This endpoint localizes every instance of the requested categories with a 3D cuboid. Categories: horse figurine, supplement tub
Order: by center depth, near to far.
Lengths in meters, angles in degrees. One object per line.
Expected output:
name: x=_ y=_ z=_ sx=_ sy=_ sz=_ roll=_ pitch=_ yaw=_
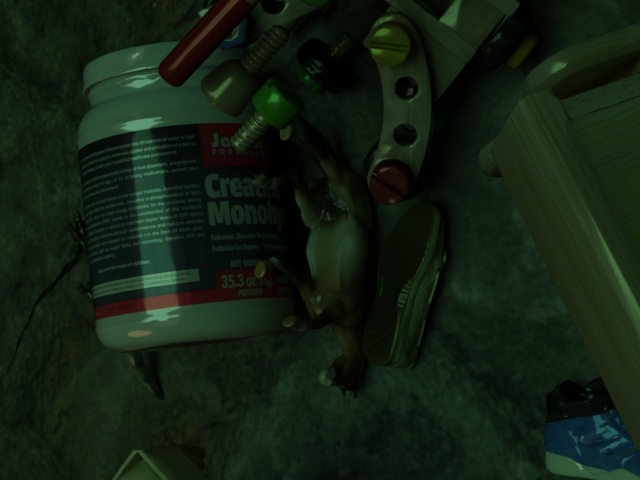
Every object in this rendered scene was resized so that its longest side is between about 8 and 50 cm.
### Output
horse figurine: x=0.000 y=0.000 z=1.123 sx=0.066 sy=0.174 sz=0.263 roll=-13 pitch=70 yaw=28
supplement tub: x=-0.130 y=-0.036 z=1.181 sx=0.191 sy=0.191 sz=0.272 roll=-11 pitch=83 yaw=36

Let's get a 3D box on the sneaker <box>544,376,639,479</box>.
sneaker: x=0.246 y=0.148 z=0.983 sx=0.152 sy=0.058 sz=0.085 roll=1 pitch=98 yaw=43

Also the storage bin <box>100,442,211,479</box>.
storage bin: x=-0.096 y=0.337 z=0.975 sx=0.262 sy=0.123 sz=0.260 roll=39 pitch=108 yaw=31

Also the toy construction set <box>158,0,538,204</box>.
toy construction set: x=0.038 y=-0.189 z=1.011 sx=0.237 sy=0.309 sz=0.257 roll=-44 pitch=73 yaw=22

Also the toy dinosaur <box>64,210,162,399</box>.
toy dinosaur: x=-0.211 y=0.030 z=1.324 sx=0.118 sy=0.064 sz=0.268 roll=10 pitch=98 yaw=29

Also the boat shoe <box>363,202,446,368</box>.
boat shoe: x=0.083 y=0.042 z=1.121 sx=0.056 sy=0.048 sz=0.153 roll=15 pitch=91 yaw=48

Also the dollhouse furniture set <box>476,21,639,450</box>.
dollhouse furniture set: x=0.222 y=0.034 z=0.768 sx=0.394 sy=0.256 sz=0.362 roll=108 pitch=141 yaw=-69
